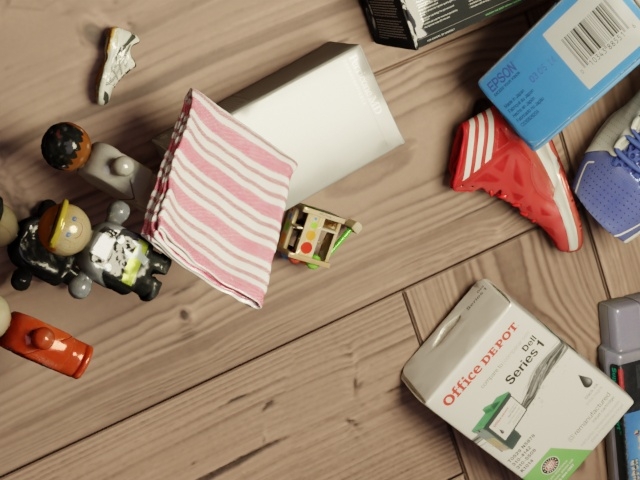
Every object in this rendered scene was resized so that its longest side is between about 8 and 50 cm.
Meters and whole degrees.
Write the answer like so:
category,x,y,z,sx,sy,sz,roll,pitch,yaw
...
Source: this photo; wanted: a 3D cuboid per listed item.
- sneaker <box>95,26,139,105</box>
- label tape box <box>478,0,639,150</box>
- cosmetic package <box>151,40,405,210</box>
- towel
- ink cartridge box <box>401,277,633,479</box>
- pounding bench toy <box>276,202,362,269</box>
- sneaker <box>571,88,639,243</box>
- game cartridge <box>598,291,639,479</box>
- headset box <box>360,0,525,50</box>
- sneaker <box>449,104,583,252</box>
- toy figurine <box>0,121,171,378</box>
category,x,y,z,sx,sy,sz,roll,pitch,yaw
sneaker,-0.211,-0.179,1.539,0.037,0.032,0.083,13,96,-22
label tape box,0.353,-0.262,1.602,0.106,0.240,0.334,50,53,3
cosmetic package,-0.045,-0.106,1.580,0.238,0.107,0.127,-31,107,-9
towel,-0.092,-0.044,1.445,0.144,0.029,0.197,35,48,-27
ink cartridge box,0.230,0.174,1.735,0.219,0.092,0.160,37,95,-23
pounding bench toy,0.000,0.000,1.644,0.083,0.052,0.065,16,94,-23
sneaker,0.399,-0.152,1.639,0.127,0.182,0.315,44,98,15
game cartridge,0.467,0.228,1.866,0.230,0.068,0.355,-14,105,-22
headset box,0.137,-0.382,1.577,0.246,0.131,0.283,-26,109,-14
sneaker,0.221,-0.066,1.718,0.128,0.087,0.221,-19,119,10
toy figurine,-0.257,0.004,1.447,0.148,0.213,0.209,30,124,-27
